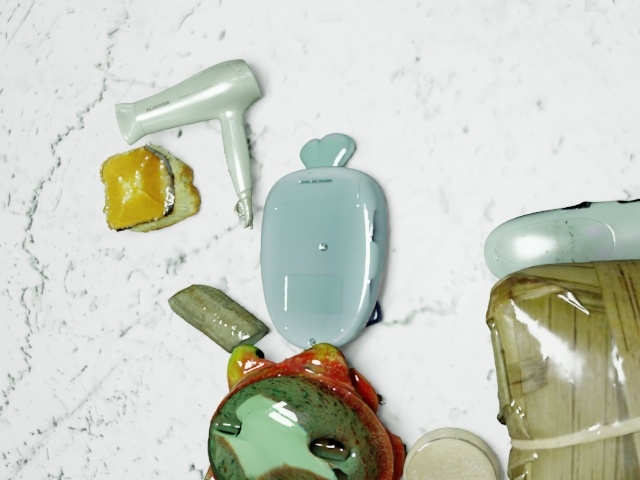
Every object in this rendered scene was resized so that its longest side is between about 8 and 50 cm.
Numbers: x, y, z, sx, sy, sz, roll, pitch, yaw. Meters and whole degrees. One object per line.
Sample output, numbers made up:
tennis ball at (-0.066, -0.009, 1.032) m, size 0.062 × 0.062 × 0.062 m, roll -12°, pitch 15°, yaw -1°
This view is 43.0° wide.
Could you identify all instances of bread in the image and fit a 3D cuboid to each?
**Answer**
bread at (-0.256, -0.079, 1.206) m, size 0.140 × 0.069 × 0.128 m, roll -16°, pitch 83°, yaw 24°

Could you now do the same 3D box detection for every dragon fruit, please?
dragon fruit at (-0.031, 0.266, 1.064) m, size 0.295 × 0.130 × 0.268 m, roll 44°, pitch 113°, yaw 7°

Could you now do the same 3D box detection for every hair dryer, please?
hair dryer at (-0.158, -0.118, 1.142) m, size 0.206 × 0.075 × 0.237 m, roll -21°, pitch 86°, yaw 1°

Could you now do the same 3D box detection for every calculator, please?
calculator at (0.000, 0.000, 1.103) m, size 0.185 × 0.041 × 0.298 m, roll 1°, pitch 85°, yaw 27°

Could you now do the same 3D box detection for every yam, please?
yam at (-0.145, 0.108, 1.161) m, size 0.146 × 0.070 × 0.069 m, roll 34°, pitch 102°, yaw 20°

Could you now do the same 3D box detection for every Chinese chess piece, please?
Chinese chess piece at (0.165, 0.298, 1.027) m, size 0.122 × 0.051 × 0.122 m, roll 1°, pitch 93°, yaw 10°

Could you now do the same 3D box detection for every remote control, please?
remote control at (0.323, 0.001, 0.979) m, size 0.256 × 0.045 × 0.097 m, roll -11°, pitch 87°, yaw 20°

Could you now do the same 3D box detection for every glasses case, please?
glasses case at (0.046, 0.106, 1.103) m, size 0.083 × 0.023 × 0.033 m, roll -21°, pitch 74°, yaw 23°

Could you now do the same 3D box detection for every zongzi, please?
zongzi at (0.441, 0.245, 0.849) m, size 0.500 × 0.218 × 0.467 m, roll -4°, pitch 93°, yaw 20°
